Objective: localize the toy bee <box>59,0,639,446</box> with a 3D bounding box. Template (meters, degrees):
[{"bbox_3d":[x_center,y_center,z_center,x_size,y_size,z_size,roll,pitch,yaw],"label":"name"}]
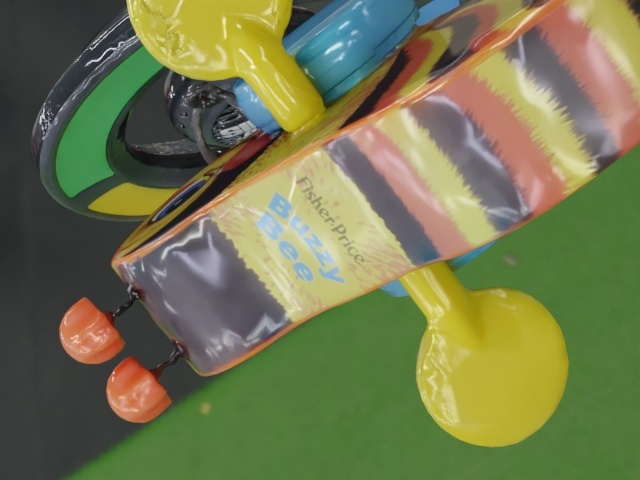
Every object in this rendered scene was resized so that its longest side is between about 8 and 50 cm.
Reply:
[{"bbox_3d":[0.000,0.000,0.643,0.162,0.195,0.298,-45,-8,-30],"label":"toy bee"}]

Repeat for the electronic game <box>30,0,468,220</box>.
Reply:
[{"bbox_3d":[-0.032,-0.077,0.921,0.229,0.229,0.048,-37,67,27],"label":"electronic game"}]
